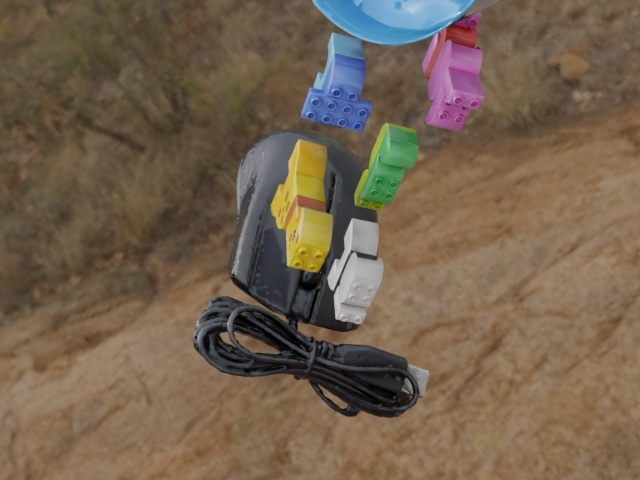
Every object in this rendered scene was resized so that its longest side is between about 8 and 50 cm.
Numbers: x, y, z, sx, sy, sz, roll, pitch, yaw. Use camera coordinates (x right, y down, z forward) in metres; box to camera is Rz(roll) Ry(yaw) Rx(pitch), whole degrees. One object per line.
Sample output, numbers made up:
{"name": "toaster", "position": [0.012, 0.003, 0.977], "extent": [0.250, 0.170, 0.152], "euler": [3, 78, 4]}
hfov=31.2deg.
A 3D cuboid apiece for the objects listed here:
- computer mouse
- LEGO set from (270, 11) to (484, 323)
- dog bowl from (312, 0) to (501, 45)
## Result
{"name": "computer mouse", "position": [0.000, 0.000, 0.916], "extent": [0.072, 0.188, 0.272], "euler": [-50, 30, 40]}
{"name": "LEGO set", "position": [0.020, -0.031, 0.689], "extent": [0.093, 0.087, 0.227], "euler": [-94, 20, -49]}
{"name": "dog bowl", "position": [0.020, -0.234, 0.632], "extent": [0.297, 0.074, 0.166], "euler": [50, 131, 26]}
